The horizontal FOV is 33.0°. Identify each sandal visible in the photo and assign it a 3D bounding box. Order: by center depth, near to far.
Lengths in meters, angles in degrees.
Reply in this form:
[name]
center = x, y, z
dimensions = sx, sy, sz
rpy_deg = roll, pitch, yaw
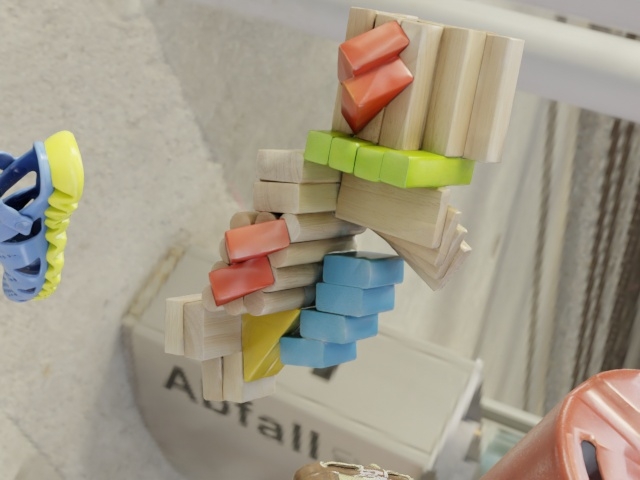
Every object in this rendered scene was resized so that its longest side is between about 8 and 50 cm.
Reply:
[sandal]
center = -0.409, -0.028, 1.449
dimensions = 0.138, 0.126, 0.317
rpy_deg = -4, 142, -24

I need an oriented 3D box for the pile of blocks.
[pile of blocks]
center = 0.000, 0.000, 0.742
dimensions = 0.113, 0.149, 0.362
rpy_deg = -7, 135, -52

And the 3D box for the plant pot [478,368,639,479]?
[plant pot]
center = 0.191, 0.246, 0.749
dimensions = 0.272, 0.272, 0.265
rpy_deg = -46, 167, -51

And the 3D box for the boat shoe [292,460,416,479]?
[boat shoe]
center = 0.073, 0.273, 1.129
dimensions = 0.257, 0.095, 0.095
rpy_deg = 23, 114, -45
